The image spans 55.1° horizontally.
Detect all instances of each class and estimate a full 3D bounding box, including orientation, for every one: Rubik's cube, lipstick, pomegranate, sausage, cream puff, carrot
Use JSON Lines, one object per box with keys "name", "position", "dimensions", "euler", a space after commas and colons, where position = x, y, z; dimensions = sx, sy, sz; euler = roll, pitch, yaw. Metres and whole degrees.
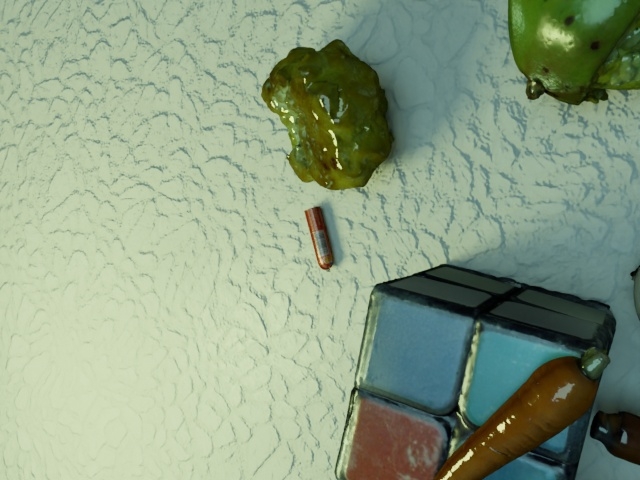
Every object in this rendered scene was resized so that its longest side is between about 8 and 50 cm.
{"name": "Rubik's cube", "position": [0.242, 0.230, 0.926], "dimensions": [0.316, 0.313, 0.319], "euler": [14, 99, 26]}
{"name": "lipstick", "position": [0.597, 0.337, 0.856], "dimensions": [0.418, 0.077, 0.077], "euler": [19, 102, 17]}
{"name": "pomegranate", "position": [0.396, -0.345, 0.840], "dimensions": [0.260, 0.260, 0.341], "euler": [30, 101, 23]}
{"name": "sausage", "position": [0.000, 0.000, 1.195], "dimensions": [0.034, 0.034, 0.130], "euler": [-17, 86, 27]}
{"name": "cream puff", "position": [0.027, -0.227, 1.099], "dimensions": [0.282, 0.185, 0.282], "euler": [43, 151, 31]}
{"name": "carrot", "position": [0.217, 0.239, 0.738], "dimensions": [0.069, 0.069, 0.336], "euler": [47, 117, 17]}

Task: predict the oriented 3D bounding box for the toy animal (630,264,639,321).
{"name": "toy animal", "position": [0.555, 0.075, 0.834], "dimensions": [0.235, 0.165, 0.187], "euler": [-7, 68, 27]}
